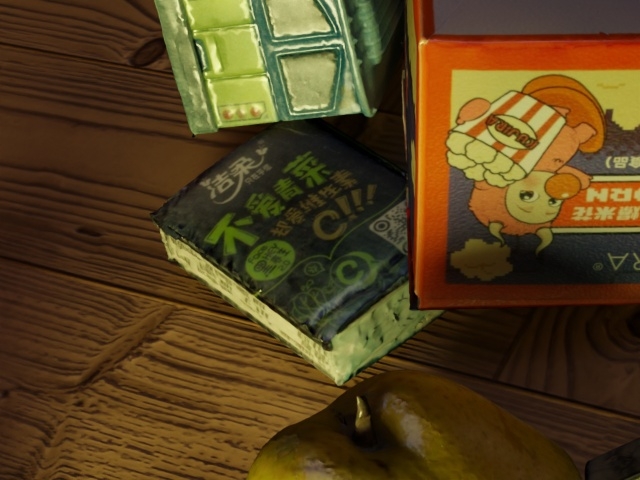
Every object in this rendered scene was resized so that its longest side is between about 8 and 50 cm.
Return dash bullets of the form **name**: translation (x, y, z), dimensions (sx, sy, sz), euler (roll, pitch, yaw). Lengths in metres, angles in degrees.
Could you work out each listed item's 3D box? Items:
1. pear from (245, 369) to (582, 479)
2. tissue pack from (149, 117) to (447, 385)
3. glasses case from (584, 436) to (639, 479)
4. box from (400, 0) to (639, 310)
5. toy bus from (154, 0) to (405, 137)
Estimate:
- **pear**: translation (0.029, 0.181, 1.183), dimensions (0.267, 0.178, 0.267), euler (-29, 32, 20)
- **tissue pack**: translation (0.000, 0.000, 1.472), dimensions (0.173, 0.073, 0.235), euler (-37, 46, -22)
- **glasses case**: translation (0.319, 0.111, 1.194), dimensions (0.299, 0.060, 0.114), euler (-26, -2, 11)
- **box**: translation (0.235, -0.143, 1.353), dimensions (0.348, 0.257, 0.318), euler (-1, 45, 0)
- **toy bus**: translation (-0.015, -0.228, 1.601), dimensions (0.190, 0.152, 0.312), euler (-5, 29, 18)
